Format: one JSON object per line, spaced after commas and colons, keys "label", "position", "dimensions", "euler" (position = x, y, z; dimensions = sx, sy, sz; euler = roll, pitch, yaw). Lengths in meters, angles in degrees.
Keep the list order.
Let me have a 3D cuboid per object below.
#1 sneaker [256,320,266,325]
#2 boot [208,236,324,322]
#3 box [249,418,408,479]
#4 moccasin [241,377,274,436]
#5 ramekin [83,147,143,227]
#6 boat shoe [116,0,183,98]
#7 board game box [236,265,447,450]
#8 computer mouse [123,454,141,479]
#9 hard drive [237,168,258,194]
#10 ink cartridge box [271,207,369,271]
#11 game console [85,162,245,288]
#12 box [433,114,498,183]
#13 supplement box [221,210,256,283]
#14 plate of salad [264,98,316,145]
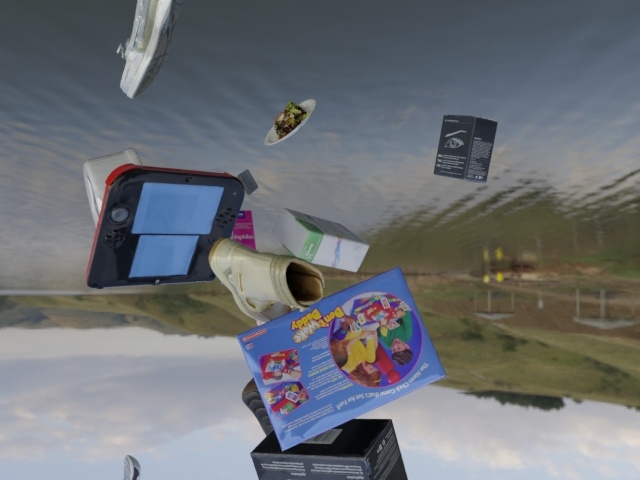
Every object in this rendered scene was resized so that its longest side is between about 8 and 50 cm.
{"label": "sneaker", "position": [-0.204, 0.308, 2.093], "dimensions": [0.050, 0.070, 0.134], "euler": [14, 150, -16]}
{"label": "boot", "position": [-0.075, 0.099, 1.120], "dimensions": [0.203, 0.095, 0.262], "euler": [10, 147, 35]}
{"label": "box", "position": [0.039, 0.639, 1.477], "dimensions": [0.343, 0.313, 0.179], "euler": [-10, -170, 31]}
{"label": "moccasin", "position": [-0.155, 0.676, 2.160], "dimensions": [0.139, 0.380, 0.147], "euler": [-37, -175, 19]}
{"label": "ramekin", "position": [-0.554, -0.107, 1.582], "dimensions": [0.135, 0.278, 0.277], "euler": [-14, -179, -24]}
{"label": "boat shoe", "position": [-0.408, -0.492, 1.348], "dimensions": [0.103, 0.321, 0.118], "euler": [23, -163, -5]}
{"label": "board game box", "position": [0.039, 0.225, 1.135], "dimensions": [0.346, 0.234, 0.078], "euler": [-22, 174, -7]}
{"label": "computer mouse", "position": [-0.584, 0.750, 1.796], "dimensions": [0.042, 0.193, 0.106], "euler": [-5, -153, -37]}
{"label": "hard drive", "position": [-0.309, -0.249, 2.449], "dimensions": [0.022, 0.094, 0.135], "euler": [-27, -169, 14]}
{"label": "ink cartridge box", "position": [0.000, 0.000, 2.022], "dimensions": [0.278, 0.117, 0.201], "euler": [14, -163, -38]}
{"label": "game console", "position": [-0.395, -0.028, 1.509], "dimensions": [0.386, 0.342, 0.060], "euler": [0, -154, -43]}
{"label": "box", "position": [0.476, -0.304, 1.899], "dimensions": [0.108, 0.207, 0.153], "euler": [4, -169, -32]}
{"label": "supplement box", "position": [-0.279, 0.020, 1.912], "dimensions": [0.111, 0.220, 0.114], "euler": [-2, 155, -17]}
{"label": "plate of salad", "position": [-0.096, -0.359, 1.711], "dimensions": [0.199, 0.200, 0.048], "euler": [-5, 134, 50]}
